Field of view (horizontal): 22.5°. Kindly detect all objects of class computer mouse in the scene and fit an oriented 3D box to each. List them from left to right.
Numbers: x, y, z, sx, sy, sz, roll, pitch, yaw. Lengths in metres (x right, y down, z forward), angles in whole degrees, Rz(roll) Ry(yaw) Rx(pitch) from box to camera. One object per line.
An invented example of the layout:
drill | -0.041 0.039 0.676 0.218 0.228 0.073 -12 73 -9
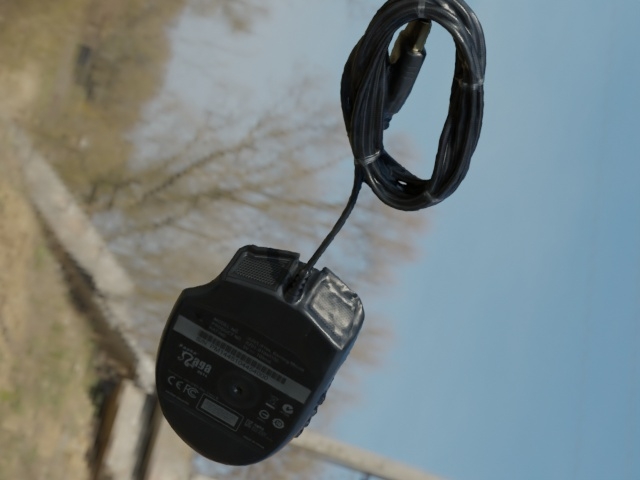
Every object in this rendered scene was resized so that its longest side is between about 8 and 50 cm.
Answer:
computer mouse | 0.000 0.000 0.615 0.242 0.071 0.041 -58 179 37
